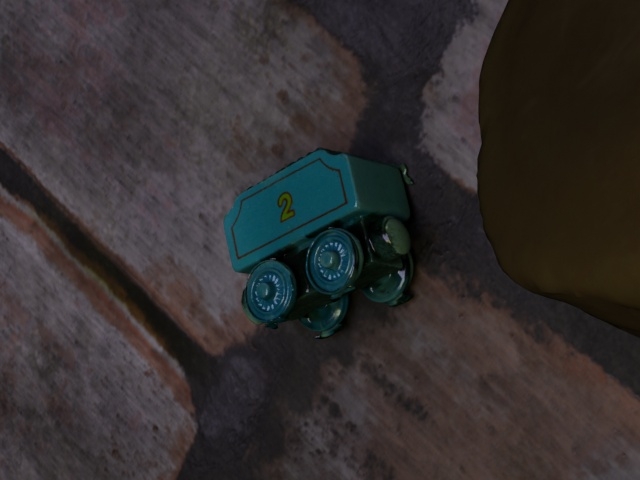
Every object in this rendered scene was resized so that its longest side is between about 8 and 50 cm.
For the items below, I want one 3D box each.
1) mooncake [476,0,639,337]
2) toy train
[{"bbox_3d":[0.331,-0.128,1.194,0.467,0.262,0.467,-40,37,40],"label":"mooncake"},{"bbox_3d":[0.000,0.000,1.638,0.203,0.112,0.163,-26,67,33],"label":"toy train"}]
